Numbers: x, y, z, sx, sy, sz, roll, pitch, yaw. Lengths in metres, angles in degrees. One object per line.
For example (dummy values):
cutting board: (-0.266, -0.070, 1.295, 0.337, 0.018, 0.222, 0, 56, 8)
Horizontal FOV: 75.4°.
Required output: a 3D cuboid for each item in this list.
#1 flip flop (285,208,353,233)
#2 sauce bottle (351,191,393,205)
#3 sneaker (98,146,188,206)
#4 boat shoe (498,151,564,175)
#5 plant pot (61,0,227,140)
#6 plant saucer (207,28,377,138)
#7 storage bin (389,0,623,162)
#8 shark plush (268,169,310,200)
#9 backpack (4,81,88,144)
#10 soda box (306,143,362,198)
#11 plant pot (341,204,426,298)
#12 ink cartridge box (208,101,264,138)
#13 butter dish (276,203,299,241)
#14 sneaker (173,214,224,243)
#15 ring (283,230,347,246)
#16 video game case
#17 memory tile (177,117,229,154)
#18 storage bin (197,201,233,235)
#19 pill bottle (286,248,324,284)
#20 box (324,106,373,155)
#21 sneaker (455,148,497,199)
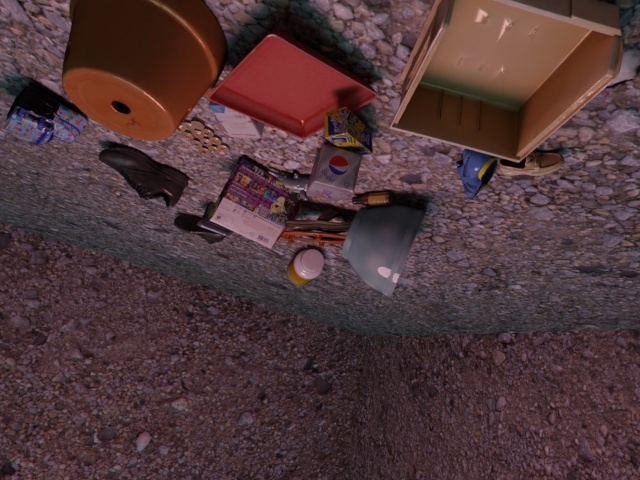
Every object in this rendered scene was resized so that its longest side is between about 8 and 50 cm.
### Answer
flip flop: (0.015, -0.071, 1.425, 0.276, 0.080, 0.112, 2, 171, -8)
sauce bottle: (0.158, -0.126, 1.274, 0.128, 0.042, 0.042, 1, 157, 34)
sneaker: (-0.587, -0.207, 1.367, 0.286, 0.130, 0.109, 24, 159, -25)
boat shoe: (0.476, -0.176, 0.944, 0.135, 0.050, 0.045, -5, 159, 38)
plant pot: (-0.347, -0.333, 0.795, 0.290, 0.204, 0.291, 10, 159, 4)
plant saucer: (-0.059, -0.313, 0.850, 0.258, 0.048, 0.258, 14, 162, -37)
storage bin: (0.286, -0.277, 0.689, 0.261, 0.123, 0.260, 14, 160, -3)
shark plush: (-0.077, -0.190, 1.265, 0.161, 0.073, 0.067, 26, 135, 4)
backpack: (-0.758, -0.332, 1.159, 0.158, 0.117, 0.173, -5, 156, 41)
soda box: (0.026, -0.163, 1.058, 0.097, 0.091, 0.286, 15, 180, -5)
plant pot: (0.185, 0.009, 1.303, 0.196, 0.293, 0.293, 22, 161, 12)
ink cartridge box: (-0.197, -0.303, 0.998, 0.088, 0.052, 0.122, 6, 157, 17)
butter dish: (-0.178, -0.099, 1.429, 0.118, 0.160, 0.160, 30, 172, 36)
sneaker: (-0.524, -0.042, 1.817, 0.227, 0.087, 0.130, 10, 154, -9)
ring: (0.000, 0.000, 1.573, 0.335, 0.032, 0.336, 5, 175, 0)
video game case: (-0.200, -0.111, 1.294, 0.232, 0.211, 0.041, 27, -176, -34)
memory tile: (-0.335, -0.290, 1.170, 0.113, 0.012, 0.148, 1, 156, 28)
storage bin: (-0.403, -0.085, 1.631, 0.135, 0.091, 0.098, 23, 157, -24)
pill bottle: (-0.066, 0.120, 1.906, 0.136, 0.137, 0.245, 17, 159, -12)
box: (0.066, -0.238, 0.928, 0.054, 0.059, 0.168, -4, 175, 25)
sneaker: (0.376, -0.169, 1.025, 0.082, 0.069, 0.209, 41, 178, 20)
